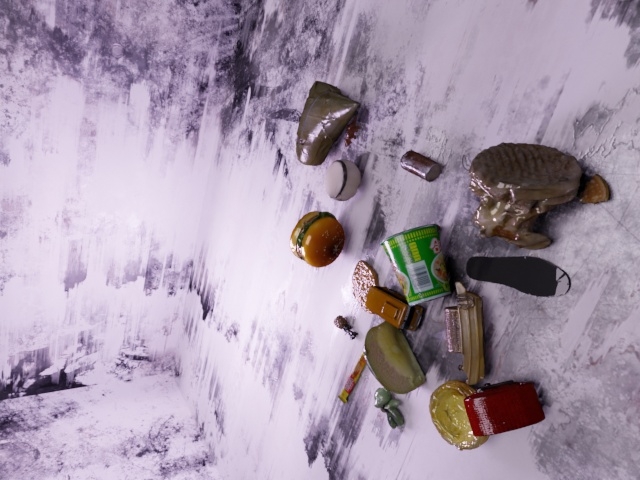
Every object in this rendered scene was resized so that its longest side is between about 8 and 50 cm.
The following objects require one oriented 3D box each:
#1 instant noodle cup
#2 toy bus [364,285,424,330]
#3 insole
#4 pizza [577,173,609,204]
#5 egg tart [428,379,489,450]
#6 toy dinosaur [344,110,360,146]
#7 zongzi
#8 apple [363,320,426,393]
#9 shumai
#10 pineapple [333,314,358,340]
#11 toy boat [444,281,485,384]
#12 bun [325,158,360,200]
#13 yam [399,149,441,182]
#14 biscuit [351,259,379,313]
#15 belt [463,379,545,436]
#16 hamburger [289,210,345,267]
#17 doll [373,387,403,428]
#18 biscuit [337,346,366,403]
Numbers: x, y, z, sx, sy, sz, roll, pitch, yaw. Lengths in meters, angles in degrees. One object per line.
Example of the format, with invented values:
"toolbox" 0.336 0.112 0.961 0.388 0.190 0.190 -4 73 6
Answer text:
"instant noodle cup" 0.328 0.086 1.396 0.207 0.206 0.233 -29 72 48
"toy bus" 0.260 0.239 1.520 0.201 0.114 0.098 28 102 51
"insole" 0.558 0.097 1.231 0.309 0.012 0.110 4 92 52
"pizza" 0.686 -0.119 1.067 0.078 0.025 0.083 129 149 -57
"egg tart" 0.436 0.533 1.309 0.212 0.090 0.213 -6 83 54
"toy dinosaur" 0.131 -0.465 1.776 0.055 0.049 0.154 34 109 62
"zongzi" 0.026 -0.449 1.774 0.393 0.174 0.356 55 133 54
"apple" 0.232 0.424 1.505 0.265 0.193 0.120 64 145 29
"shumai" 0.542 -0.110 1.162 0.314 0.266 0.263 -96 -4 -56
"pineapple" 0.111 0.365 1.777 0.124 0.058 0.058 37 118 31
"toy boat" 0.440 0.279 1.299 0.115 0.089 0.311 -2 91 23
"bun" 0.102 -0.245 1.747 0.172 0.119 0.173 -13 75 58
"yam" 0.344 -0.258 1.470 0.141 0.079 0.079 41 120 43
"biscuit" 0.180 0.188 1.701 0.142 0.028 0.221 -33 63 45
"belt" 0.497 0.450 1.163 0.128 0.200 0.124 76 180 -71
"hamburger" -0.001 0.002 1.778 0.170 0.246 0.246 31 113 36
"doll" 0.247 0.617 1.569 0.150 0.077 0.115 59 143 20
"biscuit" 0.143 0.553 1.739 0.048 0.026 0.292 35 117 26
